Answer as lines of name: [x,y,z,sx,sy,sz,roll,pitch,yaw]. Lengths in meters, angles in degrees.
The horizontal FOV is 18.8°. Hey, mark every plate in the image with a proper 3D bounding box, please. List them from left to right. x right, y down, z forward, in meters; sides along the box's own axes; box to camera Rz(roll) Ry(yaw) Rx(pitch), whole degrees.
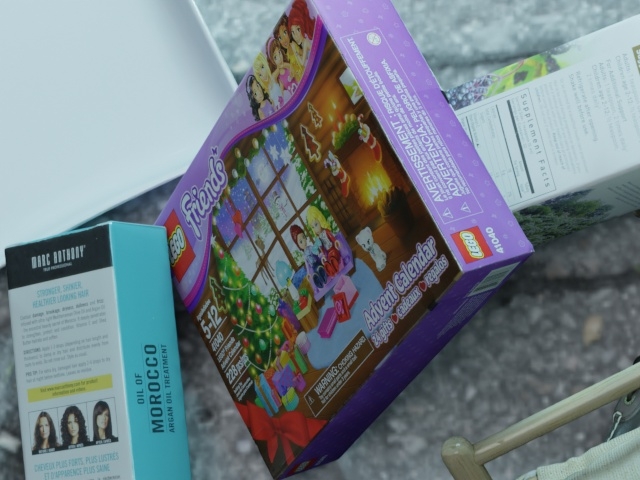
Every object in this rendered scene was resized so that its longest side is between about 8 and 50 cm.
plate: [-0.214,-0.126,1.398,0.277,0.045,0.278,-27,72,7]

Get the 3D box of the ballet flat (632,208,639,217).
ballet flat: [0.212,-0.070,1.279,0.041,0.041,0.114,11,80,17]

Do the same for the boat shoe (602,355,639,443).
boat shoe: [0.229,0.098,1.218,0.223,0.080,0.073,-53,41,12]

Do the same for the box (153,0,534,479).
box: [0.000,0.000,1.202,0.057,0.293,0.201,-16,68,-32]

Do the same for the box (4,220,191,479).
box: [-0.146,0.116,1.290,0.100,0.060,0.244,-12,80,35]

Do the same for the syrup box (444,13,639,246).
syrup box: [0.132,-0.054,1.236,0.237,0.093,0.096,-21,73,24]

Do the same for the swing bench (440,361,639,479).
swing bench: [0.244,0.182,1.117,0.253,0.255,0.165,-27,48,7]
